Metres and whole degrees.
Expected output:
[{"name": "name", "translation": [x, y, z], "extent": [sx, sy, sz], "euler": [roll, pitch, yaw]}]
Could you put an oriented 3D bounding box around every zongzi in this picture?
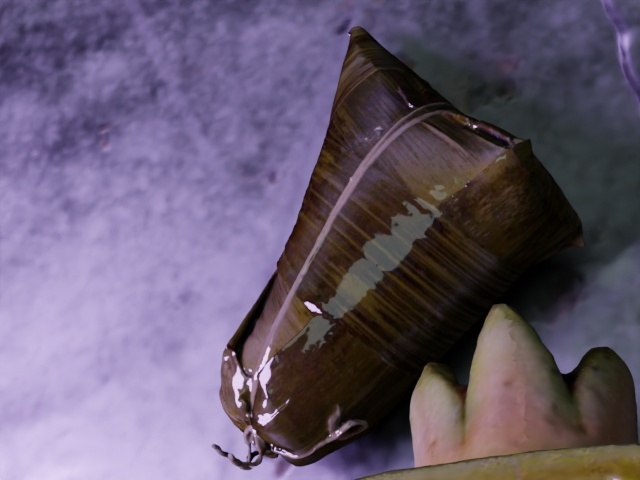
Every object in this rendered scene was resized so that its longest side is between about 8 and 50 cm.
[{"name": "zongzi", "translation": [0.000, 0.000, 0.708], "extent": [0.187, 0.084, 0.184], "euler": [-44, 44, 1]}]

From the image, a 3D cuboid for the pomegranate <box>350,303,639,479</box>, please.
[{"name": "pomegranate", "translation": [0.082, 0.194, 0.510], "extent": [0.310, 0.216, 0.358], "euler": [-13, 31, 15]}]
